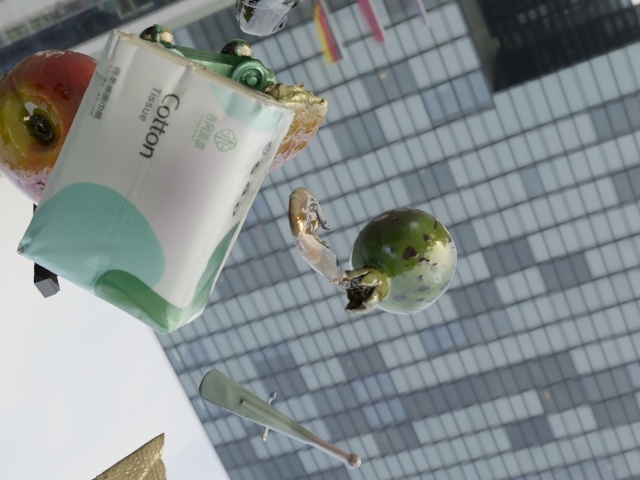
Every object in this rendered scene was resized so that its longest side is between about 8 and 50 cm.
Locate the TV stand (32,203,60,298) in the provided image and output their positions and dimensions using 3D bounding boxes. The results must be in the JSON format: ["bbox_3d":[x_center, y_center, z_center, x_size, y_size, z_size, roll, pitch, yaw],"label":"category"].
[{"bbox_3d":[-0.553,0.009,1.914,0.040,0.049,0.256,-20,-137,2],"label":"TV stand"}]

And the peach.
[{"bbox_3d":[-0.468,-0.195,1.848,0.290,0.372,0.373,-49,-167,10],"label":"peach"}]

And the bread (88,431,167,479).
[{"bbox_3d":[-0.338,0.386,1.604,0.152,0.105,0.077,5,146,-27],"label":"bread"}]

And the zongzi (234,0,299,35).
[{"bbox_3d":[-0.078,-0.432,1.726,0.112,0.221,0.242,-6,-132,-20],"label":"zongzi"}]

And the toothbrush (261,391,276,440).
[{"bbox_3d":[-0.090,0.301,1.630,0.013,0.011,0.131,-28,-158,18],"label":"toothbrush"}]

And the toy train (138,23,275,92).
[{"bbox_3d":[-0.221,-0.267,1.660,0.285,0.177,0.116,3,-147,-31],"label":"toy train"}]

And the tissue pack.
[{"bbox_3d":[-0.231,-0.082,1.348,0.357,0.266,0.194,-65,170,9],"label":"tissue pack"}]

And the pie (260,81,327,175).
[{"bbox_3d":[-0.136,-0.170,1.723,0.339,0.083,0.339,-34,170,-7],"label":"pie"}]

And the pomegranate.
[{"bbox_3d":[0.162,0.048,2.004,0.242,0.242,0.306,-18,179,21],"label":"pomegranate"}]

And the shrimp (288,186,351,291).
[{"bbox_3d":[0.002,-0.001,1.779,0.052,0.251,0.144,-8,-133,19],"label":"shrimp"}]

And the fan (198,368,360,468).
[{"bbox_3d":[-0.061,0.282,1.491,0.023,0.282,0.057,-59,-175,50],"label":"fan"}]
